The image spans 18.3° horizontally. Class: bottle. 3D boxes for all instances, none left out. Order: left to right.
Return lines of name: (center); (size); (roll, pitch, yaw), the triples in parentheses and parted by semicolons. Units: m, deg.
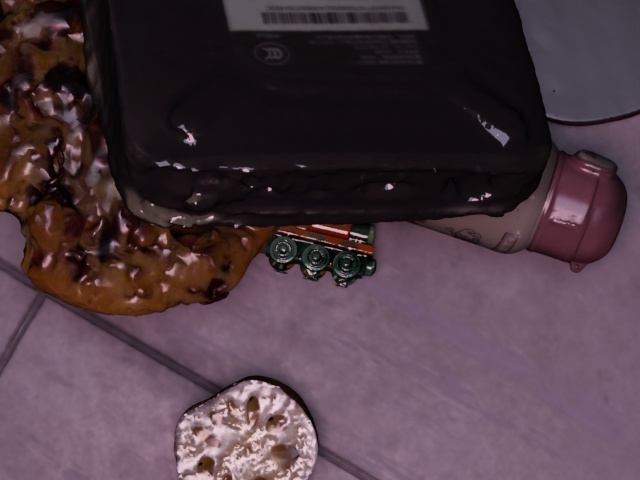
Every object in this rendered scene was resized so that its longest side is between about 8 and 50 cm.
bottle: (0.138, -0.049, 1.642); (0.233, 0.110, 0.110); (18, 85, 2)

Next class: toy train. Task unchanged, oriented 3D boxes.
toy train: (0.000, 0.000, 1.674); (0.103, 0.044, 0.064); (14, 75, 1)

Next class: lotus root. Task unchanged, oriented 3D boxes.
lotus root: (-0.060, 0.175, 1.639); (0.122, 0.081, 0.112); (-29, 87, -3)

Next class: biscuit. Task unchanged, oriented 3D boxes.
biscuit: (-0.154, -0.105, 1.614); (0.289, 0.081, 0.334); (4, 71, -17)

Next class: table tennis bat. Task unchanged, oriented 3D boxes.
table tennis bat: (0.192, -0.167, 1.698); (0.274, 0.021, 0.154); (-13, 85, -3)

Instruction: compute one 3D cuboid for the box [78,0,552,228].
box: (-0.010, -0.170, 1.573); (0.359, 0.091, 0.350); (-2, 56, -16)
